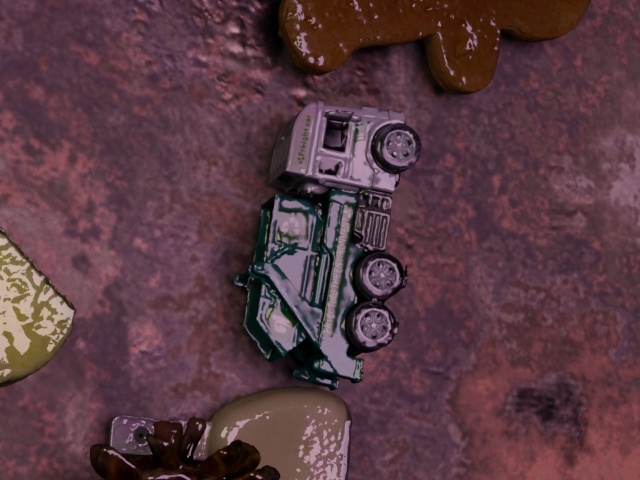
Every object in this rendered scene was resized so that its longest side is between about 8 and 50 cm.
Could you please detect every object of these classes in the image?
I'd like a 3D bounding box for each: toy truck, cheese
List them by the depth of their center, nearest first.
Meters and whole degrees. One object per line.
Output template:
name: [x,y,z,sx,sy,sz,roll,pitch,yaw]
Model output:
cheese: [-0.068,0.153,1.492,0.192,0.037,0.097,8,83,-24]
toy truck: [0.000,0.000,1.510,0.116,0.110,0.216,11,79,-13]

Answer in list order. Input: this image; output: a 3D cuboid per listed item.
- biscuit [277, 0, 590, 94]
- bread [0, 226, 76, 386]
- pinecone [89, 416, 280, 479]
biscuit: [0.091,-0.216,1.611,0.302,0.049,0.196,-4,90,-26]
bread: [-0.239,0.048,1.384,0.129,0.114,0.111,44,74,-12]
pinecone: [-0.087,0.277,1.378,0.244,0.244,0.309,-11,73,-27]
